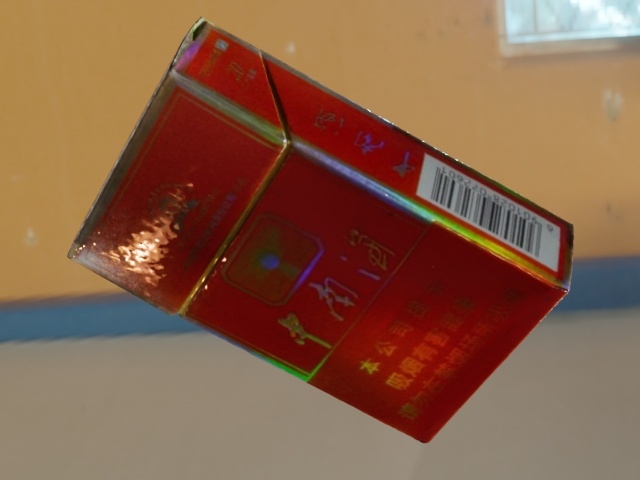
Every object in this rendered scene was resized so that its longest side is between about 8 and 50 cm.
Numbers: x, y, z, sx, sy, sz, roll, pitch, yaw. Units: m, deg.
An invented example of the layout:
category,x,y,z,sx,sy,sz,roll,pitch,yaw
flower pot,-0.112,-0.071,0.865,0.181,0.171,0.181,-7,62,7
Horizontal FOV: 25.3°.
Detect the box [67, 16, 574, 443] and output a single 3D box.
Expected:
category,x,y,z,sx,sy,sz,roll,pitch,yaw
box,0.000,0.001,0.576,0.175,0.112,0.048,28,-140,-9
